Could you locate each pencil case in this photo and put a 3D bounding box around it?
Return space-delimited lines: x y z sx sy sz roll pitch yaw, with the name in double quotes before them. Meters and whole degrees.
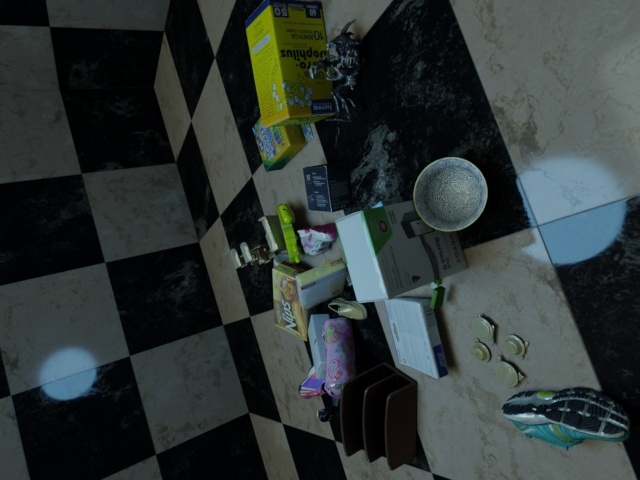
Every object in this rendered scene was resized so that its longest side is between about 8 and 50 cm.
"pencil case" 0.068 0.416 1.513 0.124 0.124 0.284 110 163 -44

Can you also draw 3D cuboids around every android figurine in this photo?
"android figurine" -0.129 -0.025 1.734 0.273 0.056 0.248 -112 10 -47

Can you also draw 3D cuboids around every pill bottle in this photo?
"pill bottle" -0.163 0.164 1.900 0.108 0.108 0.194 41 135 44

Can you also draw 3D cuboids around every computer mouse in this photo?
"computer mouse" 0.091 0.574 1.620 0.072 0.188 0.272 -130 47 -56

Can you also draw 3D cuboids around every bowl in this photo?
"bowl" 0.315 -0.109 0.991 0.170 0.080 0.170 5 99 33

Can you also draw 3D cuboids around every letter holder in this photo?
"letter holder" 0.191 0.601 1.390 0.152 0.214 0.302 21 120 54

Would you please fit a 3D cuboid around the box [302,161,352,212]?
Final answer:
"box" 0.024 -0.185 1.456 0.156 0.093 0.159 12 113 57

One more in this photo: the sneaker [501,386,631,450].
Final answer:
"sneaker" 0.523 0.384 0.888 0.110 0.107 0.275 53 153 0

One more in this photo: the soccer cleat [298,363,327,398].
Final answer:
"soccer cleat" -0.014 0.650 1.868 0.116 0.108 0.318 52 140 28

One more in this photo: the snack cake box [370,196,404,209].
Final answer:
"snack cake box" 0.173 -0.008 1.286 0.264 0.089 0.152 -40 69 57

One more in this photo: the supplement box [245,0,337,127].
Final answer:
"supplement box" -0.098 -0.577 1.393 0.195 0.194 0.357 5 107 59

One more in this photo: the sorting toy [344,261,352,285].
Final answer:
"sorting toy" 0.117 0.104 1.479 0.075 0.044 0.083 -52 57 45

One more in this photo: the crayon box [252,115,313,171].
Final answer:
"crayon box" -0.161 -0.431 1.670 0.323 0.083 0.203 -27 79 59

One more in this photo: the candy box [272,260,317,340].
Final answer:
"candy box" -0.108 0.261 1.798 0.182 0.087 0.317 20 127 28

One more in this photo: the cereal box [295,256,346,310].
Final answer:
"cereal box" 0.003 0.158 1.490 0.240 0.172 0.047 90 155 -60

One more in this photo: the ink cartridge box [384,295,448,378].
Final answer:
"ink cartridge box" 0.282 0.280 1.256 0.224 0.045 0.224 168 88 -71

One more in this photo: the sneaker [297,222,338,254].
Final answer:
"sneaker" 0.000 0.000 1.580 0.252 0.102 0.111 -3 101 68

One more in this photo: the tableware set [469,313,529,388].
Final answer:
"tableware set" 0.434 0.273 1.038 0.168 0.020 0.141 37 133 47

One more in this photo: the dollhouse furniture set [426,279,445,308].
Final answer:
"dollhouse furniture set" 0.282 0.122 1.172 0.151 0.076 0.059 38 135 45

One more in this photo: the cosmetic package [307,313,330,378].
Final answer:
"cosmetic package" 0.009 0.419 1.671 0.231 0.085 0.117 -107 21 -47

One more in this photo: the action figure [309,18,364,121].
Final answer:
"action figure" 0.054 -0.493 1.231 0.164 0.140 0.276 -140 42 -61

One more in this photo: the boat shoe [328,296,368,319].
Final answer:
"boat shoe" 0.097 0.259 1.542 0.190 0.072 0.068 3 104 59

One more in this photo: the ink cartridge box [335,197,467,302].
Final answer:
"ink cartridge box" 0.207 0.012 1.043 0.121 0.289 0.211 -22 84 57

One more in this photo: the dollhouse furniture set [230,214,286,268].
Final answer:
"dollhouse furniture set" -0.276 0.006 1.934 0.242 0.212 0.161 -28 79 32
